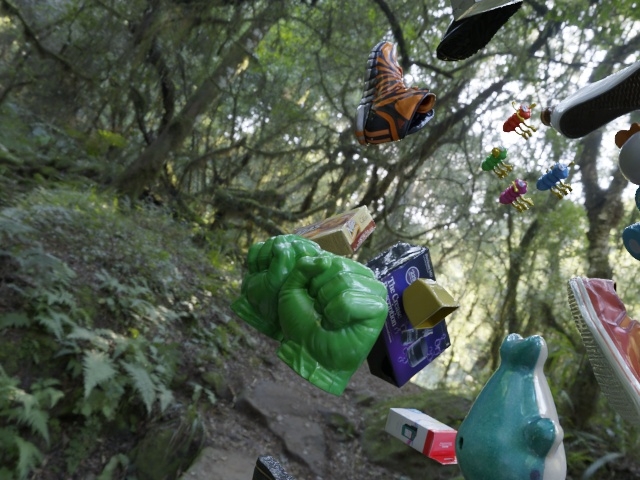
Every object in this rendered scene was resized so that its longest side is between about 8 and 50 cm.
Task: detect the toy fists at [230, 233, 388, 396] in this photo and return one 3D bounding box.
[{"bbox_3d":[-0.024,0.069,0.619,0.096,0.142,0.279,34,-6,-32],"label":"toy fists"}]

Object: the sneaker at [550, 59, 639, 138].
[{"bbox_3d":[0.608,-0.304,0.975,0.123,0.290,0.106,-71,138,-65],"label":"sneaker"}]

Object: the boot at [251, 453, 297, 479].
[{"bbox_3d":[-0.117,0.665,1.237,0.077,0.137,0.198,21,3,-38],"label":"boot"}]

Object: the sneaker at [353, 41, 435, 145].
[{"bbox_3d":[0.204,-0.373,1.223,0.180,0.321,0.124,1,-24,25],"label":"sneaker"}]

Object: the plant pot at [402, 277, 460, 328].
[{"bbox_3d":[0.215,0.122,0.987,0.081,0.081,0.083,9,45,-49],"label":"plant pot"}]

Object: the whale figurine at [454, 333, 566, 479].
[{"bbox_3d":[0.296,0.284,0.782,0.141,0.272,0.216,8,-8,-4],"label":"whale figurine"}]

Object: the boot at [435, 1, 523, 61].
[{"bbox_3d":[0.347,-0.554,1.095,0.094,0.207,0.246,6,-17,-21],"label":"boot"}]

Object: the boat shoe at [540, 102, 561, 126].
[{"bbox_3d":[0.637,-0.316,1.188,0.178,0.064,0.060,-10,4,-1],"label":"boat shoe"}]

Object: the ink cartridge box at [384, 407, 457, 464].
[{"bbox_3d":[0.330,0.600,1.497,0.134,0.078,0.231,18,-4,-38],"label":"ink cartridge box"}]

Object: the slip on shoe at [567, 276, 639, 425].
[{"bbox_3d":[0.550,0.184,0.904,0.101,0.331,0.123,-9,-57,17],"label":"slip on shoe"}]

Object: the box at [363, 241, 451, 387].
[{"bbox_3d":[0.176,0.163,1.090,0.103,0.184,0.261,11,-55,52],"label":"box"}]

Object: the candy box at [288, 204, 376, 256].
[{"bbox_3d":[0.000,0.000,1.557,0.316,0.183,0.087,-18,-74,37],"label":"candy box"}]

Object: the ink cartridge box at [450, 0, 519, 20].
[{"bbox_3d":[0.304,-0.440,0.841,0.135,0.056,0.099,-18,9,-2],"label":"ink cartridge box"}]

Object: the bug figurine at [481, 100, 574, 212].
[{"bbox_3d":[0.506,-0.202,1.228,0.072,0.279,0.216,-1,-33,-27],"label":"bug figurine"}]

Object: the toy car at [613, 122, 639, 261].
[{"bbox_3d":[0.644,-0.121,0.916,0.210,0.219,0.238,69,-1,-46],"label":"toy car"}]
